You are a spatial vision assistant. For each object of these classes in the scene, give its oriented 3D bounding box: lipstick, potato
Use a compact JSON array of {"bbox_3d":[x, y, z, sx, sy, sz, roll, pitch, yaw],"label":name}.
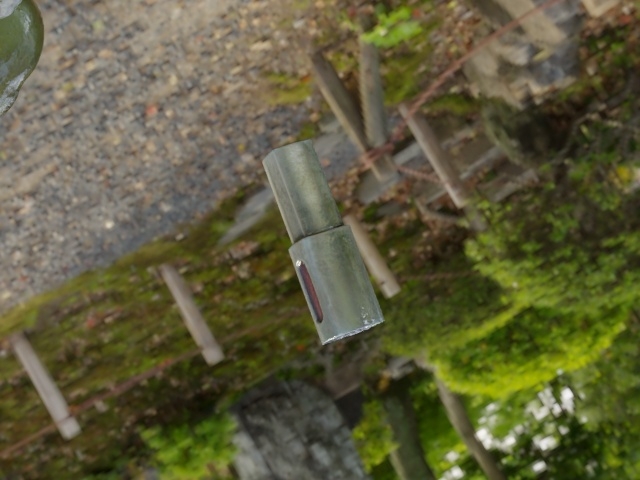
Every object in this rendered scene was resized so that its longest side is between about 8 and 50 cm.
[{"bbox_3d":[0.000,0.000,1.403,0.077,0.253,0.079,-17,173,-22],"label":"lipstick"},{"bbox_3d":[-0.476,-0.238,1.458,0.251,0.174,0.159,-60,-148,-4],"label":"potato"}]

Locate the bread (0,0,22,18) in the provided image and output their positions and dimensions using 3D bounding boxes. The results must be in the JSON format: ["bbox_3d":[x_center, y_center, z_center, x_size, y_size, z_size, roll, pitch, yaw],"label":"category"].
[{"bbox_3d":[-0.250,-0.309,0.896,0.207,0.056,0.286,-2,130,-17],"label":"bread"}]
